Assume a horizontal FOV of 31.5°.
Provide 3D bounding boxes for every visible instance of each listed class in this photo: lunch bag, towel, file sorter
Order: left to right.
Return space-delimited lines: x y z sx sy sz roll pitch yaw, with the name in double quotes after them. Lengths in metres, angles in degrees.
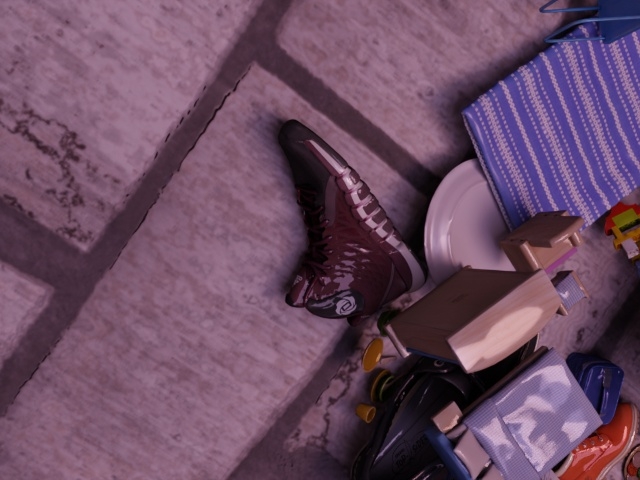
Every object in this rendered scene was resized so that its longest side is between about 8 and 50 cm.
0.326 -0.334 1.389 0.104 0.118 0.170 -7 88 -14 "file sorter"
0.352 -0.150 1.480 0.336 0.040 0.243 -35 112 -20 "towel"
0.380 0.213 1.597 0.067 0.065 0.098 7 100 -22 "lunch bag"

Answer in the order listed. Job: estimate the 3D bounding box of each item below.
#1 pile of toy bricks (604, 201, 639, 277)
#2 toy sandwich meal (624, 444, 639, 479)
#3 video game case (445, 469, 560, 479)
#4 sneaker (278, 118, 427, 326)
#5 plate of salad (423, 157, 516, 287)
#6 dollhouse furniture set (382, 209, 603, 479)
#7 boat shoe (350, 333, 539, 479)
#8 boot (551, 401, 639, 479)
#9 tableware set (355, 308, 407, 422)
0.492 -0.041 1.560 0.212 0.105 0.118 -26 141 4 "pile of toy bricks"
0.492 0.338 1.690 0.085 0.029 0.086 -5 105 -19 "toy sandwich meal"
0.249 0.398 1.514 0.244 0.061 0.269 51 40 -24 "video game case"
0.000 0.000 1.383 0.162 0.106 0.281 -40 114 -4 "sneaker"
0.201 -0.006 1.460 0.200 0.048 0.200 -3 95 -37 "plate of salad"
0.274 0.166 1.340 0.286 0.198 0.303 -35 101 -14 "dollhouse furniture set"
0.163 0.206 1.469 0.340 0.113 0.127 -43 79 -3 "boat shoe"
0.391 0.290 1.628 0.084 0.059 0.158 32 92 -19 "boot"
0.083 0.160 1.465 0.104 0.024 0.154 4 106 -59 "tableware set"
